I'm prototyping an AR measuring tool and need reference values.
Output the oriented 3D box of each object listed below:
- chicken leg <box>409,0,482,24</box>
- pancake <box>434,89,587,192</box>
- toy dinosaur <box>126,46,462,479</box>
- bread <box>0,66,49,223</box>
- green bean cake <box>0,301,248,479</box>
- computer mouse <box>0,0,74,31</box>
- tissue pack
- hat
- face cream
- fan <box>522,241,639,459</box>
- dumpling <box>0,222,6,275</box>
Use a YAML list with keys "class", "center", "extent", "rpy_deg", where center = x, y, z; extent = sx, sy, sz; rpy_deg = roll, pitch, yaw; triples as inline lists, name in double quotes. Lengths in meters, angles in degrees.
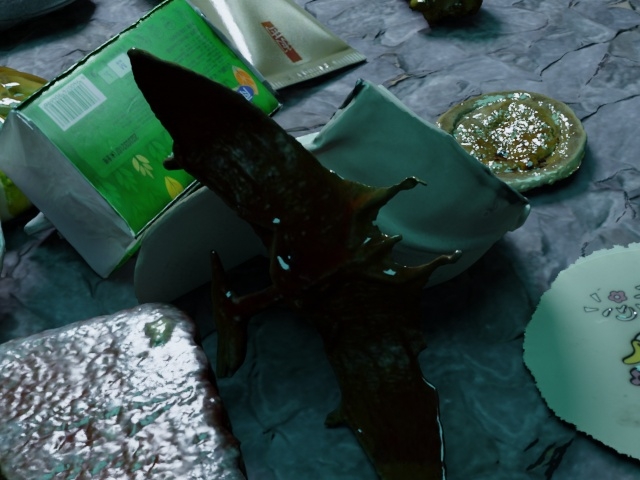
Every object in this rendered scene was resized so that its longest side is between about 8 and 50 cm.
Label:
- class: "chicken leg"
  center: [0.112, -0.290, 1.158]
  extent: [0.093, 0.070, 0.178]
  rpy_deg: [-34, 42, -18]
- class: "pancake"
  center: [0.176, -0.093, 0.961]
  extent: [0.152, 0.025, 0.151]
  rpy_deg: [-4, 41, 4]
- class: "toy dinosaur"
  center: [-0.015, 0.025, 0.662]
  extent: [0.207, 0.327, 0.113]
  rpy_deg: [2, 25, 22]
- class: "bread"
  center: [-0.333, -0.102, 0.986]
  extent: [0.213, 0.104, 0.213]
  rpy_deg: [-4, 40, 4]
- class: "green bean cake"
  center: [-0.149, 0.157, 0.683]
  extent: [0.199, 0.097, 0.232]
  rpy_deg: [-19, 44, -14]
- class: "computer mouse"
  center: [-0.364, -0.280, 1.208]
  extent: [0.229, 0.068, 0.113]
  rpy_deg: [-10, 29, -19]
- class: "tissue pack"
  center: [-0.169, -0.087, 0.927]
  extent: [0.148, 0.156, 0.209]
  rpy_deg: [45, 53, -5]
- class: "hat"
  center: [0.000, -0.008, 0.816]
  extent: [0.301, 0.168, 0.258]
  rpy_deg: [-29, 3, 9]
- class: "face cream"
  center: [-0.106, -0.269, 1.159]
  extent: [0.137, 0.084, 0.341]
  rpy_deg: [-23, 51, -30]
- class: "fan"
  center: [0.290, 0.133, 0.709]
  extent: [0.233, 0.012, 0.414]
  rpy_deg: [-15, 40, -6]
- class: "dumpling"
  center: [-0.389, 0.036, 0.797]
  extent: [0.260, 0.181, 0.341]
  rpy_deg: [6, 25, 1]
